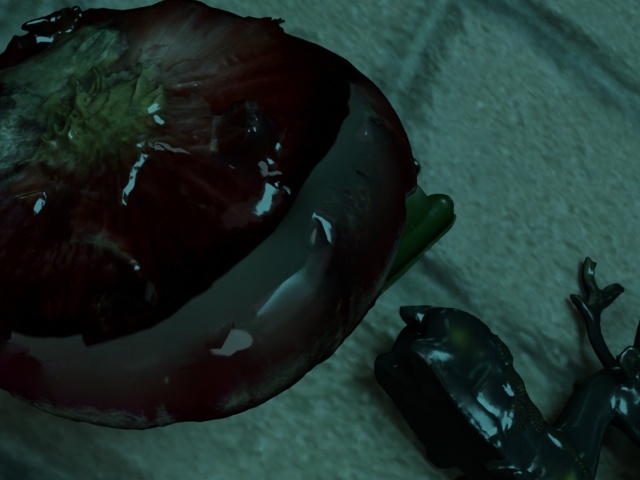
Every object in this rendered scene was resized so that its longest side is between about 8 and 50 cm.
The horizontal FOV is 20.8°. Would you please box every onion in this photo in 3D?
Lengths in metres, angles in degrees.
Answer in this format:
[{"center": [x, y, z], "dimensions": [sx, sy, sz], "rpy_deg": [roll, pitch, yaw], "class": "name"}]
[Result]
[{"center": [-0.077, -0.002, 0.947], "dimensions": [0.272, 0.195, 0.272], "rpy_deg": [-6, 53, 7], "class": "onion"}]

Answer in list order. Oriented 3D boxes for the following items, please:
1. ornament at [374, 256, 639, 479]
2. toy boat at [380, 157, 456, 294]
[{"center": [0.155, 0.072, 1.145], "dimensions": [0.202, 0.080, 0.236], "rpy_deg": [52, 54, -11], "class": "ornament"}, {"center": [0.000, 0.000, 1.085], "dimensions": [0.104, 0.052, 0.210], "rpy_deg": [42, 52, 7], "class": "toy boat"}]
